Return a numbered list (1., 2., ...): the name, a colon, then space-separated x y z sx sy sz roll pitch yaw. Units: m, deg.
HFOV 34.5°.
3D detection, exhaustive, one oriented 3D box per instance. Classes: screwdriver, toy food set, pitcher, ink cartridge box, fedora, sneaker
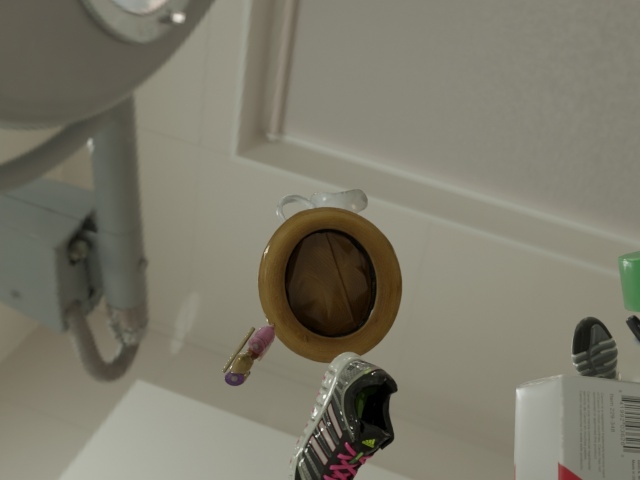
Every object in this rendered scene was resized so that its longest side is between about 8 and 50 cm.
1. screwdriver: 0.525 0.181 1.566 0.025 0.170 0.024 -42 0 -34
2. toy food set: -0.071 0.125 1.106 0.078 0.019 0.122 -56 -10 -4
3. pitcher: 0.000 0.000 1.945 0.125 0.177 0.207 92 -178 -54
4. ink cartridge box: 0.398 0.293 1.257 0.131 0.306 0.226 141 135 -67
5. fedora: 0.008 0.055 1.297 0.079 0.194 0.194 163 126 -80
6. sneaker: 0.025 0.187 0.947 0.063 0.074 0.170 29 -107 -37
7. sneaker: 0.527 0.233 1.970 0.132 0.086 0.229 -78 -31 -71

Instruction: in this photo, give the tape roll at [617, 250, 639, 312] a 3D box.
1. tape roll: 0.573 0.037 1.398 0.321 0.321 0.077 -10 -87 -77
